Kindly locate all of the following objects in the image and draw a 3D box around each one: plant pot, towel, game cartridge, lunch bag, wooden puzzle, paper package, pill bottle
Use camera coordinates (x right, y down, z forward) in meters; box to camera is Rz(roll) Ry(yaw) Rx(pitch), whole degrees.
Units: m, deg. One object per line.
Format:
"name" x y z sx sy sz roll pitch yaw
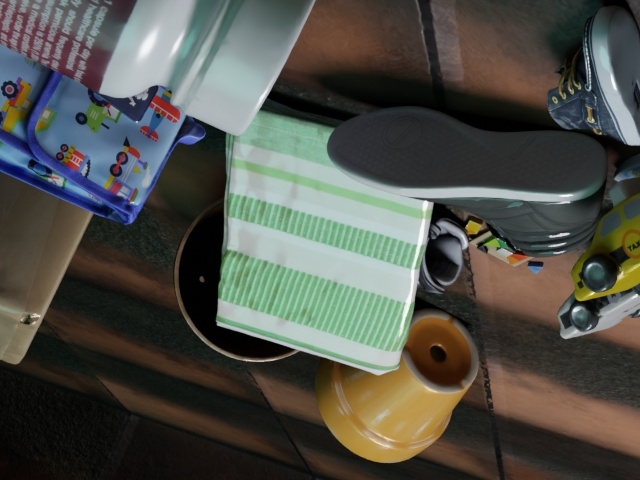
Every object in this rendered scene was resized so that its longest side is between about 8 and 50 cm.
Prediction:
"plant pot" -0.106 0.041 1.891 0.215 0.215 0.230 28 174 -15
"towel" 0.000 0.000 1.642 0.248 0.038 0.324 17 127 14
"plant pot" 0.123 0.191 2.038 0.205 0.205 0.188 27 145 -13
"game cartridge" 0.324 -0.064 1.391 0.056 0.017 0.083 31 159 -13
"lunch bag" -0.252 -0.165 1.434 0.293 0.221 0.138 28 160 -16
"wooden puzzle" 0.217 0.010 1.701 0.116 0.014 0.078 25 161 -8
"paper package" -0.361 -0.040 1.723 0.168 0.324 0.309 25 160 -9
"pill bottle" -0.200 -0.252 1.150 0.392 0.224 0.224 26 160 -9

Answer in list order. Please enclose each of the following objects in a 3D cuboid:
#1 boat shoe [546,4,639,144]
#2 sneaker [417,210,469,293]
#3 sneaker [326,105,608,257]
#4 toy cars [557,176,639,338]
"boat shoe" 0.229 -0.138 1.221 0.083 0.065 0.183 11 158 26
"sneaker" 0.099 0.029 1.737 0.153 0.101 0.268 20 158 20
"sneaker" 0.153 -0.051 1.469 0.296 0.104 0.147 9 152 23
"toy cars" 0.318 0.007 1.428 0.177 0.087 0.393 -22 165 0
